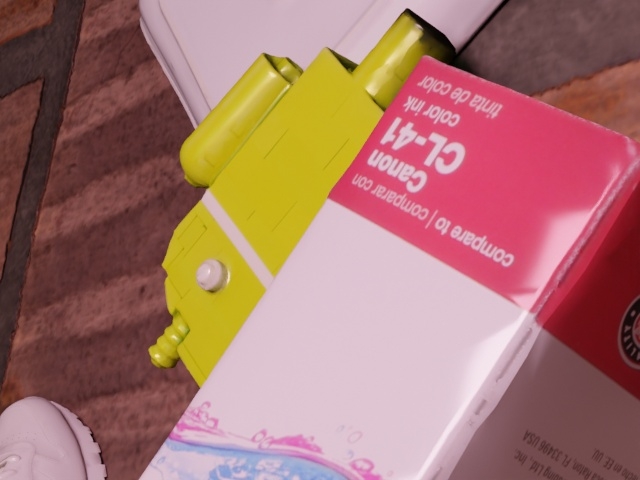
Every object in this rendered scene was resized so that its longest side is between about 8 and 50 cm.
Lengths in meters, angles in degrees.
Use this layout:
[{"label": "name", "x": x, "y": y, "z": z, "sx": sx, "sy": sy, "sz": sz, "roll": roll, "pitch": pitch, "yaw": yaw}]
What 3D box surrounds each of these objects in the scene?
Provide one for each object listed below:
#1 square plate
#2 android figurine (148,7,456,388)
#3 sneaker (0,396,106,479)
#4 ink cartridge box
[{"label": "square plate", "x": 0.001, "y": -0.210, "z": 0.970, "sx": 0.347, "sy": 0.049, "sz": 0.344, "roll": -48, "pitch": 41, "yaw": 18}, {"label": "android figurine", "x": 0.000, "y": 0.000, "z": 0.818, "sx": 0.273, "sy": 0.056, "sz": 0.248, "roll": -47, "pitch": 54, "yaw": 16}, {"label": "sneaker", "x": -0.205, "y": 0.197, "z": 0.931, "sx": 0.090, "sy": 0.095, "sz": 0.235, "roll": -42, "pitch": 41, "yaw": 26}, {"label": "ink cartridge box", "x": 0.053, "y": 0.118, "z": 0.552, "sx": 0.306, "sy": 0.226, "sz": 0.131, "roll": -54, "pitch": 44, "yaw": -1}]
